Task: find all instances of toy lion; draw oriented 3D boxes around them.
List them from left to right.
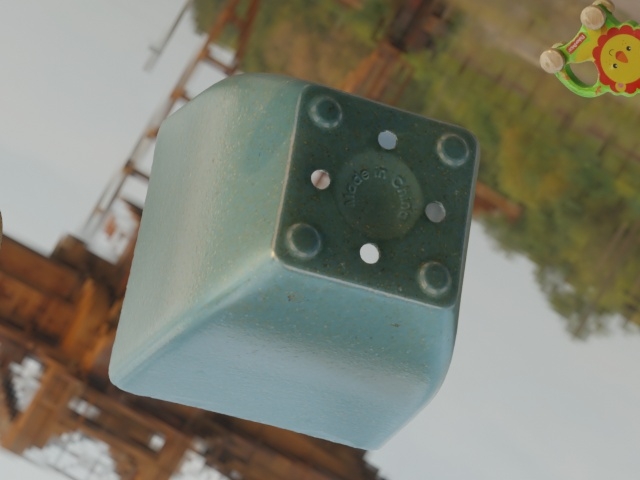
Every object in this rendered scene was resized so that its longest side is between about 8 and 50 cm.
[{"bbox_3d":[0.272,-0.172,1.583,0.096,0.100,0.034,47,-143,6],"label":"toy lion"}]

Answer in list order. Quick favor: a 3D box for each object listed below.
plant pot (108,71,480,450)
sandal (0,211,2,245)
[{"bbox_3d":[0.000,0.000,1.319,0.247,0.248,0.252,15,158,-15],"label":"plant pot"},{"bbox_3d":[-0.230,0.050,0.911,0.088,0.240,0.079,45,-158,14],"label":"sandal"}]
